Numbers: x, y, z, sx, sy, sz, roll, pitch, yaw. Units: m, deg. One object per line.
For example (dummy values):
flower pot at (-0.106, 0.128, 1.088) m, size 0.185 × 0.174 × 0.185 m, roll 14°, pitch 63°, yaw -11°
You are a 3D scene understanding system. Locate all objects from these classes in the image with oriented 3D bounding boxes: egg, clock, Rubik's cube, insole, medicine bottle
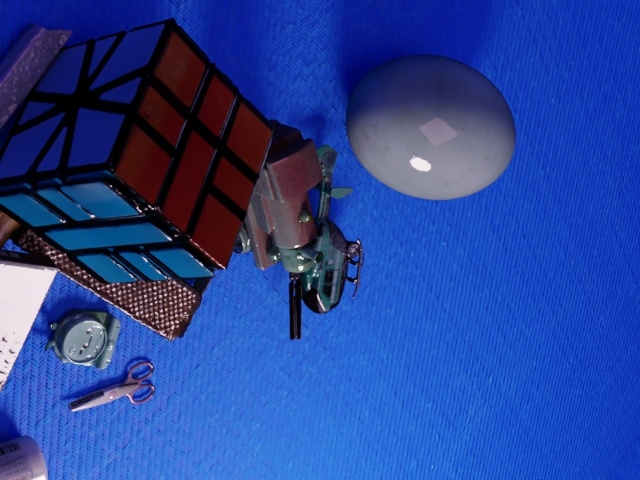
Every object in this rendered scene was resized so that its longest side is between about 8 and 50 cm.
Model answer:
egg at (0.218, -0.218, 1.993) m, size 0.388 × 0.276 × 0.276 m, roll 14°, pitch 98°, yaw -42°
clock at (-0.419, 0.171, 1.781) m, size 0.135 × 0.041 × 0.101 m, roll 9°, pitch 101°, yaw -42°
Rubik's cube at (-0.284, -0.123, 1.559) m, size 0.283 × 0.288 × 0.294 m, roll 48°, pitch 49°, yaw -42°
insole at (-0.228, 0.095, 1.897) m, size 0.004 × 0.064 × 0.188 m, roll 19°, pitch 100°, yaw -30°
medicine bottle at (-0.561, 0.402, 1.716) m, size 0.186 × 0.102 × 0.103 m, roll -16°, pitch 117°, yaw -35°

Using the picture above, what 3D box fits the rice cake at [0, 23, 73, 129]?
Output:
rice cake at (-0.506, -0.189, 1.542) m, size 0.056 × 0.072 × 0.365 m, roll 42°, pitch 79°, yaw -39°

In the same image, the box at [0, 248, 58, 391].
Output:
box at (-0.556, 0.158, 1.609) m, size 0.180 × 0.047 × 0.325 m, roll 12°, pitch 114°, yaw -45°

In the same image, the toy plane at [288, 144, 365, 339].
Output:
toy plane at (0.000, 0.000, 2.015) m, size 0.155 × 0.106 × 0.382 m, roll -6°, pitch 110°, yaw -40°

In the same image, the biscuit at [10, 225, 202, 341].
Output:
biscuit at (-0.361, 0.045, 1.759) m, size 0.388 × 0.073 × 0.107 m, roll 40°, pitch 82°, yaw -41°

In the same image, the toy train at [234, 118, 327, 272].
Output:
toy train at (-0.088, -0.073, 1.836) m, size 0.150 × 0.221 × 0.304 m, roll -32°, pitch 126°, yaw -28°

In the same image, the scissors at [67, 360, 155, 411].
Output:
scissors at (-0.379, 0.278, 1.871) m, size 0.176 × 0.022 × 0.086 m, roll -17°, pitch 118°, yaw -37°

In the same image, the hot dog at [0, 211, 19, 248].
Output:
hot dog at (-0.532, -0.014, 1.596) m, size 0.083 × 0.068 × 0.289 m, roll 40°, pitch 86°, yaw -31°
